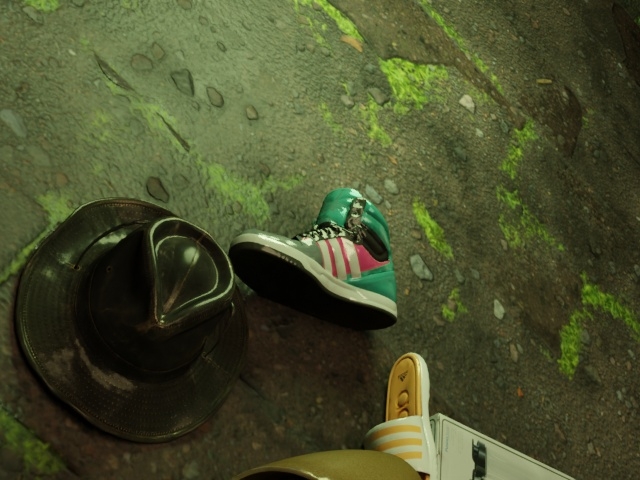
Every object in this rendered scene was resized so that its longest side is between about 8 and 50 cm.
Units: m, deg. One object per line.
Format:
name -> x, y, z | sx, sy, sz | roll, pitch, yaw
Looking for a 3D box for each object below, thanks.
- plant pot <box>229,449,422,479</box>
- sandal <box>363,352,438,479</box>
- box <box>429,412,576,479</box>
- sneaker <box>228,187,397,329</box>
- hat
plant pot -> 0.023, 0.344, 1.172 | 0.254, 0.237, 0.237 | -13, 74, -62
sandal -> 0.098, 0.262, 1.366 | 0.076, 0.102, 0.265 | 28, 41, -26
box -> 0.241, 0.381, 1.421 | 0.290, 0.087, 0.169 | 28, 49, -28
sneaker -> 0.000, 0.000, 1.407 | 0.295, 0.123, 0.178 | 27, 54, -38
hat -> -0.187, 0.070, 1.192 | 0.331, 0.134, 0.331 | 23, 52, -32
